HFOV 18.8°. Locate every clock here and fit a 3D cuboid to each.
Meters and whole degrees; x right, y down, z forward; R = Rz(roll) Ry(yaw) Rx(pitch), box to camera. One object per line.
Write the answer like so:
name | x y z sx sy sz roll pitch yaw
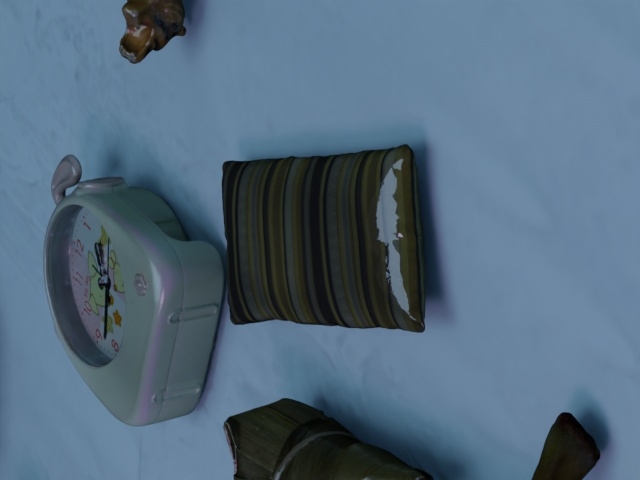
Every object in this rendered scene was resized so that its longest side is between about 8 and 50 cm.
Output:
clock | -0.145 0.028 1.398 0.191 0.062 0.151 46 134 40

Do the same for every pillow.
pillow | 0.000 0.000 1.203 0.203 0.038 0.113 0 96 55

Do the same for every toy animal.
toy animal | -0.177 -0.240 1.342 0.114 0.116 0.255 -47 53 -3

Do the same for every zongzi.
zongzi | 0.013 0.193 1.207 0.176 0.078 0.160 18 119 48

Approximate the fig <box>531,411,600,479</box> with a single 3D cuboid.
fig | 0.055 0.229 1.073 0.217 0.217 0.321 41 112 42
